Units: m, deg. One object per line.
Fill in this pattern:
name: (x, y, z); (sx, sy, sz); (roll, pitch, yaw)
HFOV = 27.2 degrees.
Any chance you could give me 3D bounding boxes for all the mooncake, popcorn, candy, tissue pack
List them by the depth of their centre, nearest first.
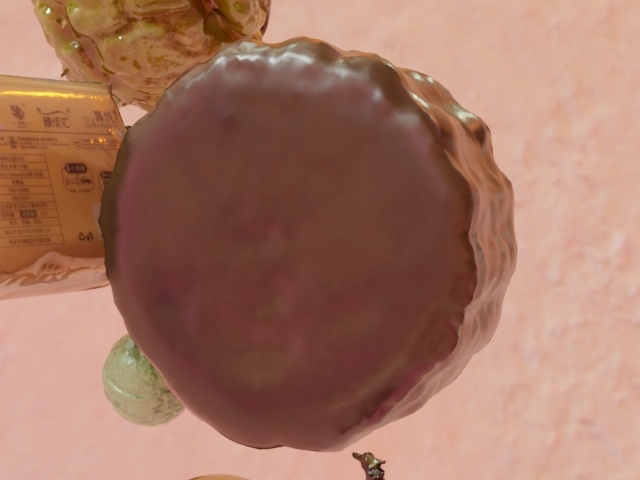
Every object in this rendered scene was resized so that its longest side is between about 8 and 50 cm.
mooncake: (-0.002, 0.000, 1.064); (0.324, 0.324, 0.187); (52, 19, 12)
tissue pack: (-0.253, -0.045, 1.103); (0.222, 0.090, 0.186); (-7, 78, -54)
popcorn: (-0.183, -0.263, 1.407); (0.247, 0.282, 0.282); (-26, 70, -13)
candy: (-0.212, 0.048, 1.570); (0.119, 0.440, 0.119); (1, 38, 0)

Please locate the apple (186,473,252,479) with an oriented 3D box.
apple: (-0.087, 0.312, 1.278); (0.155, 0.182, 0.182); (-24, 72, -37)

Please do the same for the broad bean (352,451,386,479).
broad bean: (0.018, 0.259, 0.908); (0.039, 0.069, 0.227); (15, 87, -17)
